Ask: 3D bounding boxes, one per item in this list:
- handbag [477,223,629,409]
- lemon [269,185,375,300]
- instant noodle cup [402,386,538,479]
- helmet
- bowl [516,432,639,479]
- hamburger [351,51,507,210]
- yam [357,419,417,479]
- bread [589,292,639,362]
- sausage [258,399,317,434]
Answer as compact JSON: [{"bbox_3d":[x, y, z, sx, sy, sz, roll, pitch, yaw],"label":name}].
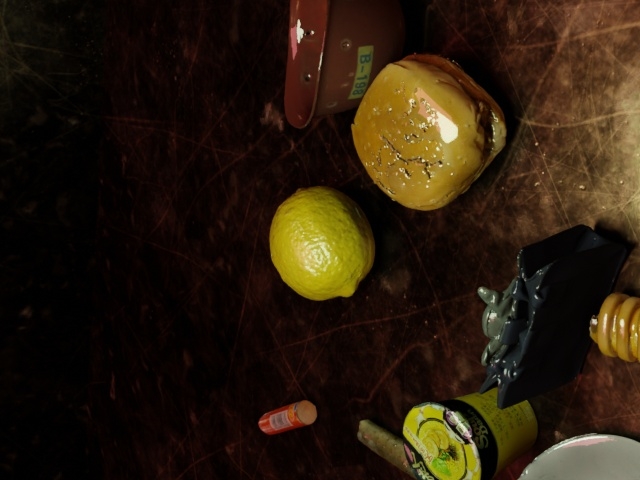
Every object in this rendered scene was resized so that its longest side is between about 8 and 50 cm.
[{"bbox_3d":[0.398,0.139,1.482,0.118,0.269,0.326,37,128,42],"label":"handbag"},{"bbox_3d":[0.000,0.000,1.964,0.253,0.253,0.310,-50,57,47],"label":"lemon"},{"bbox_3d":[0.321,0.403,1.689,0.215,0.236,0.216,20,116,47],"label":"instant noodle cup"},{"bbox_3d":[0.063,-0.423,1.767,0.338,0.230,0.385,-107,21,-46],"label":"helmet"},{"bbox_3d":[0.520,0.543,1.495,0.345,0.346,0.157,3,144,52],"label":"bowl"},{"bbox_3d":[0.208,-0.219,1.661,0.284,0.174,0.304,47,137,15],"label":"hamburger"},{"bbox_3d":[0.206,0.533,2.018,0.317,0.067,0.071,24,106,45],"label":"yam"},{"bbox_3d":[0.562,0.161,1.434,0.177,0.084,0.119,13,112,45],"label":"bread"},{"bbox_3d":[-0.109,0.531,2.417,0.274,0.074,0.074,-33,75,51],"label":"sausage"}]
